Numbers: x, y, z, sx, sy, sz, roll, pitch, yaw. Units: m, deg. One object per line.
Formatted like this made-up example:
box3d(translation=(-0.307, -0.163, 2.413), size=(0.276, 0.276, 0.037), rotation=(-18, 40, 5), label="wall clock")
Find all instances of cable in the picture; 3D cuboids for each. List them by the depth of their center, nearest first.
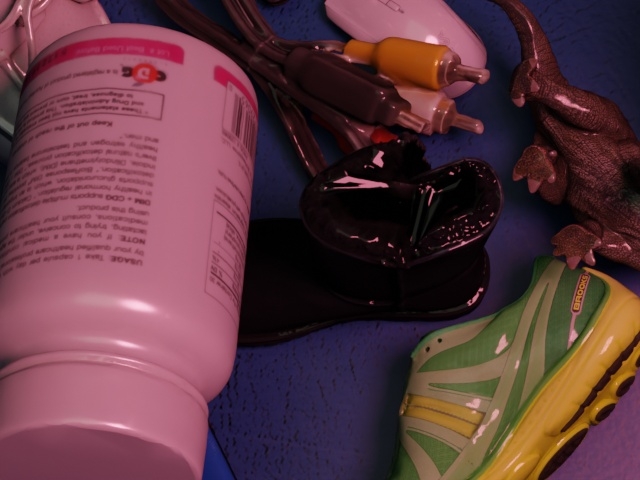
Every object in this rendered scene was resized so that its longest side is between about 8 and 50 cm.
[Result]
box3d(translation=(-0.016, -0.126, 1.308), size=(0.287, 0.072, 0.139), rotation=(32, 114, 22), label="cable")

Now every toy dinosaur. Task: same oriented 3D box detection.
box3d(translation=(0.198, -0.049, 1.230), size=(0.313, 0.160, 0.121), rotation=(41, 100, 23), label="toy dinosaur")

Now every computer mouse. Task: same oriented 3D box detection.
box3d(translation=(0.044, -0.182, 1.318), size=(0.193, 0.042, 0.106), rotation=(38, 81, 13), label="computer mouse")

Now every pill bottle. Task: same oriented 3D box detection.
box3d(translation=(-0.129, 0.018, 1.110), size=(0.160, 0.160, 0.283), rotation=(1, 58, 6), label="pill bottle")

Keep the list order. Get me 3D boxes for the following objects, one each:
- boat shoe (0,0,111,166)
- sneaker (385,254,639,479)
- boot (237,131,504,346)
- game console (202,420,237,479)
box3d(translation=(-0.224, -0.192, 1.252), size=(0.136, 0.156, 0.367), rotation=(-38, 87, -35), label="boat shoe")
box3d(translation=(0.100, 0.132, 1.216), size=(0.295, 0.109, 0.123), rotation=(-44, 58, -7), label="sneaker")
box3d(translation=(0.000, 0.000, 1.191), size=(0.246, 0.207, 0.094), rotation=(-2, 72, 5), label="boot")
box3d(translation=(-0.221, 0.154, 1.242), size=(0.293, 0.173, 0.250), rotation=(-23, 117, 0), label="game console")
